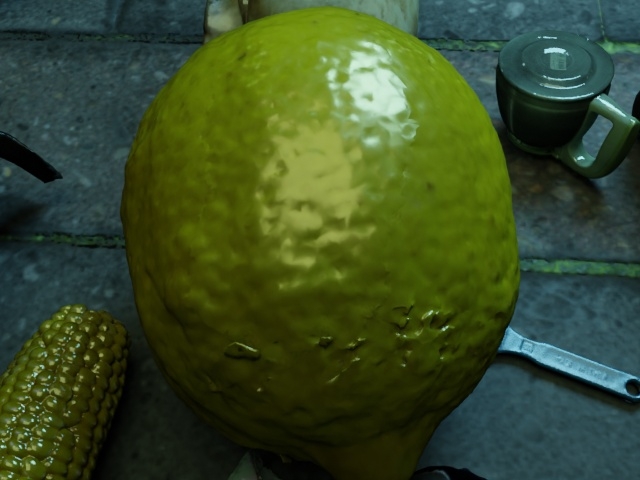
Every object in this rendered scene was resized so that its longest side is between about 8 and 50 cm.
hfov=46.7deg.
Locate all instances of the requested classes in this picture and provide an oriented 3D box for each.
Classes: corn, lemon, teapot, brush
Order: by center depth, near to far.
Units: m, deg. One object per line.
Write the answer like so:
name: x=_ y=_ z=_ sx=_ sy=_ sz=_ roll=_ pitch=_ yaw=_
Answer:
corn: x=-0.194 y=0.161 z=0.470 sx=0.091 sy=0.091 sz=0.260 roll=21 pitch=54 yaw=-4
lemon: x=0.000 y=0.000 z=0.473 sx=0.245 sy=0.245 sz=0.320 roll=-8 pitch=71 yaw=-2
brush: x=0.156 y=0.082 z=0.546 sx=0.164 sy=0.014 sz=0.051 roll=21 pitch=62 yaw=15
teapot: x=0.195 y=-0.106 z=0.622 sx=0.092 sy=0.091 sz=0.124 roll=-8 pitch=51 yaw=-1

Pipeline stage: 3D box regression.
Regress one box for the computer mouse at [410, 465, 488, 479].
computer mouse: x=0.016 y=0.219 z=0.398 sx=0.233 sy=0.137 sz=0.096 roll=-35 pitch=81 yaw=-20

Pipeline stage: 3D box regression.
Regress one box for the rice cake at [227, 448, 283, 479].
rice cake: x=-0.083 y=0.226 z=0.454 sx=0.033 sy=0.033 sz=0.208 roll=17 pitch=58 yaw=25

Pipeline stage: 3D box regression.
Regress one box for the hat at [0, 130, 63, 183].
hat: x=-0.343 y=-0.012 z=0.571 sx=0.238 sy=0.209 sz=0.336 roll=-4 pitch=90 yaw=19

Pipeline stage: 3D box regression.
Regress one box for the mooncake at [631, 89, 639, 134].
mooncake: x=0.415 y=-0.158 z=0.568 sx=0.326 sy=0.174 sz=0.334 roll=-24 pitch=56 yaw=5

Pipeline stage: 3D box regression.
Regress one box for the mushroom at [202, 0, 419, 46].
mushroom: x=-0.010 y=-0.208 z=0.643 sx=0.195 sy=0.189 sz=0.254 roll=2 pitch=53 yaw=2
